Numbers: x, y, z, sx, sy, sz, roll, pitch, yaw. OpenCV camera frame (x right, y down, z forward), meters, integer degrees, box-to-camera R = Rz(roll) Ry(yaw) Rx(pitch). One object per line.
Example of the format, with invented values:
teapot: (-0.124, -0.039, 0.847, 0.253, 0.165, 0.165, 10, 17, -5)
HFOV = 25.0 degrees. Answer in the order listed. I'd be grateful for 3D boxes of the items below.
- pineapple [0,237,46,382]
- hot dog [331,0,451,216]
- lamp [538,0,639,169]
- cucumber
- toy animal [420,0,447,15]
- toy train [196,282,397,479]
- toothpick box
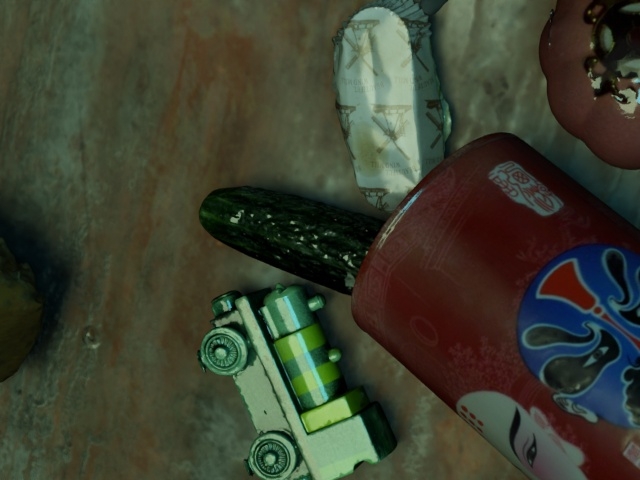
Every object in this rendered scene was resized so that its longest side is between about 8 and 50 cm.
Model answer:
pineapple: (-0.442, 0.005, 1.450, 0.362, 0.202, 0.202, 46, 119, 24)
hot dog: (0.060, -0.110, 1.233, 0.099, 0.053, 0.192, -4, 104, 29)
lamp: (0.256, -0.138, 1.084, 0.182, 0.140, 0.182, -2, 84, 21)
cucumber: (-0.001, 0.000, 1.280, 0.241, 0.074, 0.074, 19, 110, 25)
toy animal: (0.220, -0.214, 0.929, 0.367, 0.206, 0.081, 0, 67, 19)
toy train: (-0.025, 0.130, 1.324, 0.132, 0.083, 0.200, -24, 91, 19)
toothpick box: (0.208, 0.093, 1.086, 0.333, 0.204, 0.204, 40, 117, 26)
